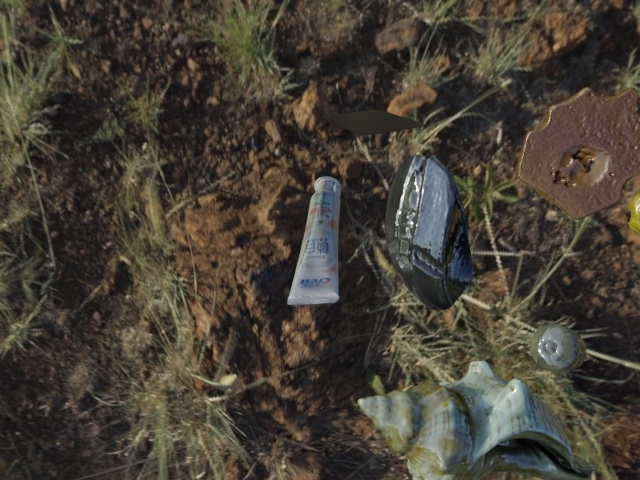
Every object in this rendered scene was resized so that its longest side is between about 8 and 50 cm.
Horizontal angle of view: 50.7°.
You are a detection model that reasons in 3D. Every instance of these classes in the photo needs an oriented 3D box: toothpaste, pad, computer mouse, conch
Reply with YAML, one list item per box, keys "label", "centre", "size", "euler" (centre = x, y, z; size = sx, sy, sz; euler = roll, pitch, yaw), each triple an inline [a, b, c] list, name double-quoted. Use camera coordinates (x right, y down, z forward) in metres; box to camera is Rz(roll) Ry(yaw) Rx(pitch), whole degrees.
- label: "toothpaste"
  centre: [0.000, 0.000, 1.375]
  size: [0.100, 0.066, 0.323]
  euler: [-3, 47, 11]
- label: "pad"
  centre: [0.066, -0.287, 1.670]
  size: [0.250, 0.323, 0.055]
  euler: [-18, 105, -44]
- label: "computer mouse"
  centre: [0.118, -0.002, 0.784]
  size: [0.062, 0.105, 0.193]
  euler: [-21, 114, -30]
- label: "conch"
  centre: [0.231, 0.255, 0.943]
  size: [0.385, 0.203, 0.170]
  euler: [5, 59, -22]

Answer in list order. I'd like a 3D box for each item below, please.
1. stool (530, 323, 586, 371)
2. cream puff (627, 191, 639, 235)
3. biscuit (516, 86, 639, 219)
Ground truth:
- label: "stool"
  centre: [0.490, 0.222, 1.383]
  size: [0.096, 0.110, 0.096]
  euler: [-11, 72, 38]
- label: "cream puff"
  centre: [0.639, -0.067, 1.213]
  size: [0.156, 0.156, 0.121]
  euler: [3, 69, -3]
- label: "biscuit"
  centre: [0.432, -0.151, 1.083]
  size: [0.182, 0.034, 0.215]
  euler: [38, 111, 7]
